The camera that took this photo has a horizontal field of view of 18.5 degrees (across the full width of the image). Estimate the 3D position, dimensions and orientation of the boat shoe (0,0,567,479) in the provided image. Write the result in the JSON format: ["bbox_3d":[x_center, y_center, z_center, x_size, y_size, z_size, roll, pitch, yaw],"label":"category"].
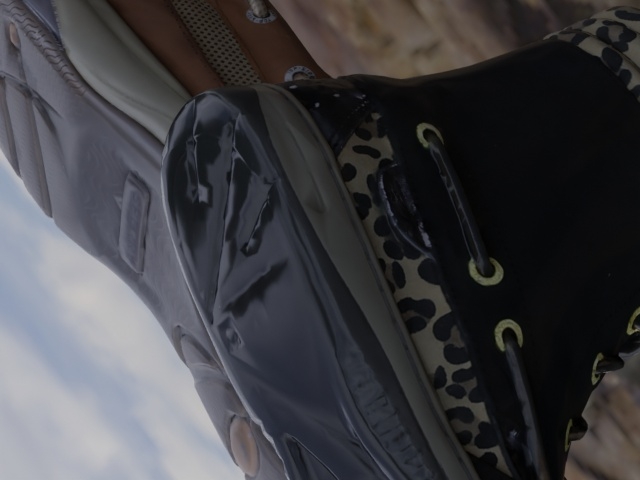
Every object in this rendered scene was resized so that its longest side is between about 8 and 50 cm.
[{"bbox_3d":[0.000,0.000,0.700,0.324,0.116,0.123,51,150,21],"label":"boat shoe"}]

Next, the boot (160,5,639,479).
[{"bbox_3d":[0.073,0.045,0.576,0.085,0.178,0.236,-32,80,53],"label":"boot"}]
